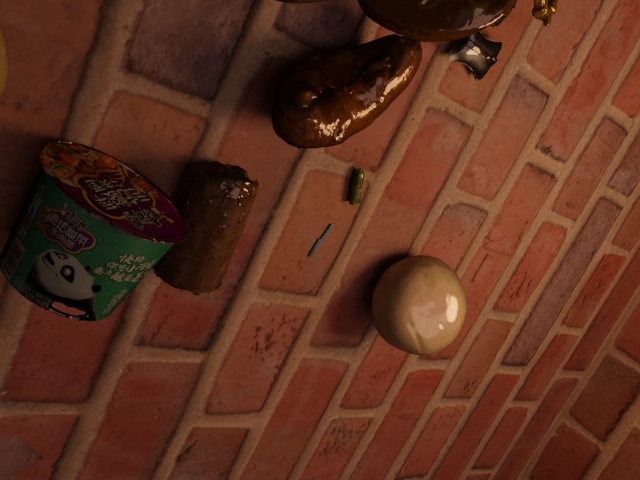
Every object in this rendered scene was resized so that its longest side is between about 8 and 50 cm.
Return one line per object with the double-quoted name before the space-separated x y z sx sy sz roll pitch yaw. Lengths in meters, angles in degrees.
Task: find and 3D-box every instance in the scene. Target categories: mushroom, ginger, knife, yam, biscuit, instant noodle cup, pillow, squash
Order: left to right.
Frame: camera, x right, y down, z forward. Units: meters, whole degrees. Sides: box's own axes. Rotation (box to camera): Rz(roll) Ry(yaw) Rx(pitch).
"instant noodle cup" -0.363 -0.006 0.993 0.251 0.251 0.190 24 110 -43
"yam" -0.207 -0.030 1.161 0.238 0.128 0.129 -66 166 22
"knife" 0.000 0.000 1.418 0.014 0.005 0.091 28 99 -45
"ginger" 0.039 -0.278 1.176 0.321 0.172 0.165 -36 96 -20
"squash" 0.079 -0.118 1.386 0.027 0.027 0.083 -13 123 -31
"mushroom" 0.240 0.164 1.583 0.246 0.202 0.246 2 79 -13
"biscuit" 0.188 -0.527 1.039 0.350 0.070 0.394 7 87 3
"pillow" 0.335 -0.409 1.377 0.135 0.055 0.091 16 138 -39

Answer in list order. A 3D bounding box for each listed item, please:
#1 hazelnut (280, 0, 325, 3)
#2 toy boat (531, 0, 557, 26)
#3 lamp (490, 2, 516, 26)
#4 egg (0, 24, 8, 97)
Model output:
"hazelnut" -0.006 -0.505 0.857 0.372 0.372 0.315 -64 160 14
"toy boat" 0.482 -0.579 1.217 0.141 0.099 0.318 -5 131 -41
"lamp" 0.272 -0.483 1.181 0.223 0.196 0.223 -47 172 -9
"egg" -0.478 -0.249 0.797 0.164 0.164 0.202 -26 130 -22
